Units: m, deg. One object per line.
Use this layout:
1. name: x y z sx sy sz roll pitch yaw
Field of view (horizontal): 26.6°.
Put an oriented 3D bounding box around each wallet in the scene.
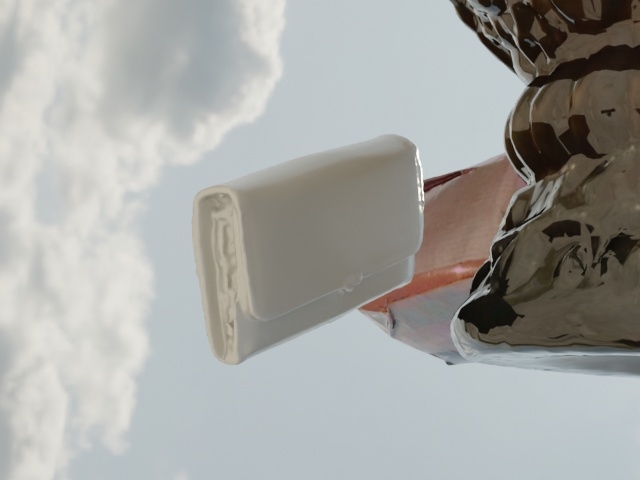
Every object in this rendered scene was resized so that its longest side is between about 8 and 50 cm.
1. wallet: 0.000 0.000 0.475 0.025 0.122 0.061 5 -76 30

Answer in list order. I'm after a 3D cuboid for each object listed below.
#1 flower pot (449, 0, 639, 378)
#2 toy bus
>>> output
1. flower pot: 0.147 -0.086 0.456 0.266 0.266 0.267 -11 -105 62
2. toy bus: 0.136 0.018 1.058 0.302 0.147 0.127 -21 -130 66
